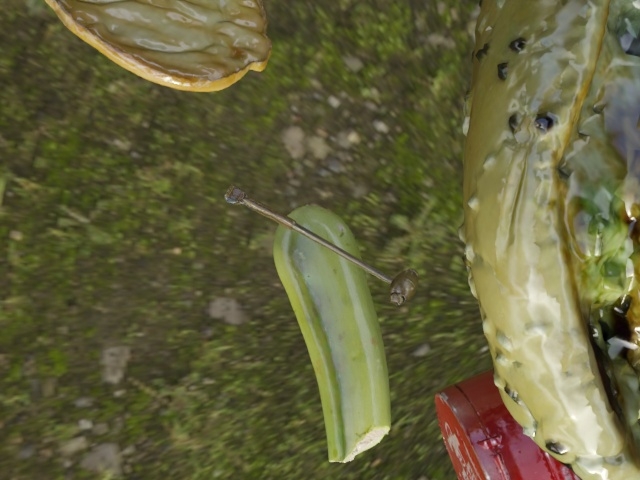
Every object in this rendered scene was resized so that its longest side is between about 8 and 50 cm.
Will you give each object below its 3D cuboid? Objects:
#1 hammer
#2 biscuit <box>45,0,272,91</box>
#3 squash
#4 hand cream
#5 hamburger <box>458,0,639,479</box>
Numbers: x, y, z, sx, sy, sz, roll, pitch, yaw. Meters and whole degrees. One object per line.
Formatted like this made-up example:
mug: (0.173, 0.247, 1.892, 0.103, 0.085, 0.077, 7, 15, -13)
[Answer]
hammer: (0.000, 0.000, 0.897, 0.123, 0.029, 0.014, 29, 134, 11)
biscuit: (-0.168, -0.232, 1.550, 0.260, 0.041, 0.203, 24, 48, -3)
squash: (0.015, 0.086, 1.532, 0.083, 0.083, 0.250, -16, 82, 8)
hand cream: (0.224, 0.231, 1.649, 0.149, 0.230, 0.230, -23, 84, -3)
hamburger: (0.147, -0.044, 0.653, 0.168, 0.288, 0.192, -3, 126, 15)
